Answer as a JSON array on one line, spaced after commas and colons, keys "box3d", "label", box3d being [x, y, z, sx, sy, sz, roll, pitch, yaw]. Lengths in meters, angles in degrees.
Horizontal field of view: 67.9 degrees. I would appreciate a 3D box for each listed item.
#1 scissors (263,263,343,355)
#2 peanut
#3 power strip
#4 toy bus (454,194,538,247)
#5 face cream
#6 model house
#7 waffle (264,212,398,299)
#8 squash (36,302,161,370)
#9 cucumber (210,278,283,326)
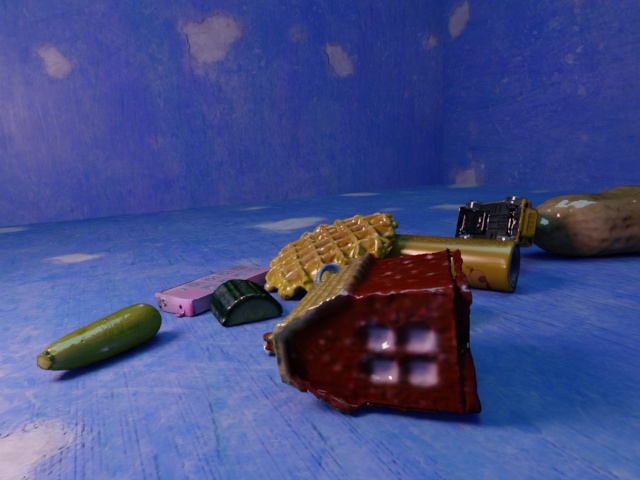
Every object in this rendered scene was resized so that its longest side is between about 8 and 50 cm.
[{"box3d": [-0.005, 0.121, 0.803, 0.125, 0.030, 0.256, 42, 39, 16], "label": "scissors"}, {"box3d": [0.716, -0.050, 1.211, 0.386, 0.170, 0.192, -4, 20, -1], "label": "peanut"}, {"box3d": [-0.222, 0.102, 1.031, 0.109, 0.038, 0.278, 4, 13, 31], "label": "power strip"}, {"box3d": [0.458, -0.038, 1.236, 0.122, 0.121, 0.335, 11, -1, -9], "label": "toy bus"}, {"box3d": [0.244, 0.041, 1.042, 0.348, 0.105, 0.105, 5, 13, 33], "label": "face cream"}, {"box3d": [0.065, 0.106, 0.610, 0.253, 0.160, 0.196, -2, 12, 14], "label": "model house"}, {"box3d": [0.019, 0.024, 1.051, 0.328, 0.062, 0.329, -20, 18, 7], "label": "waffle"}, {"box3d": [-0.332, 0.149, 0.737, 0.066, 0.067, 0.201, 4, 13, 33], "label": "squash"}, {"box3d": [-0.143, 0.113, 0.898, 0.116, 0.062, 0.115, -9, 16, -23], "label": "cucumber"}]
